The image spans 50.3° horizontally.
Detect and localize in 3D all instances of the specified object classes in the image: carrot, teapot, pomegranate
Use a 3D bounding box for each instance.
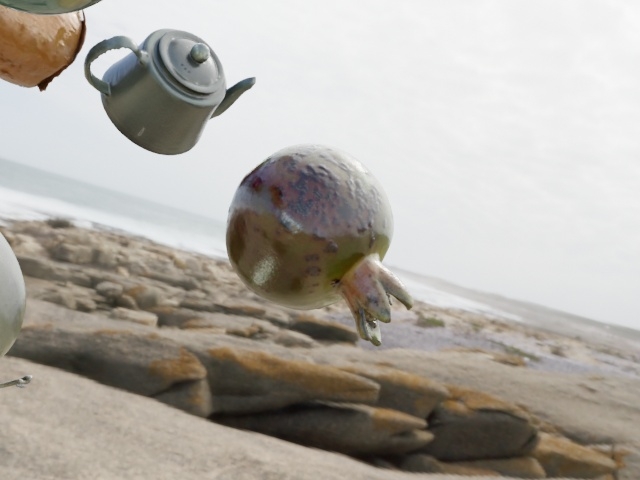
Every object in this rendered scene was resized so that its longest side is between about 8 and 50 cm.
[{"bbox_3d":[-0.403,-0.279,0.789,0.196,0.196,0.254,16,-9,33],"label":"carrot"},{"bbox_3d":[-0.206,-0.223,0.941,0.239,0.162,0.149,7,-28,-42],"label":"teapot"},{"bbox_3d":[-0.006,0.011,0.768,0.198,0.246,0.198,-13,-16,-4],"label":"pomegranate"}]

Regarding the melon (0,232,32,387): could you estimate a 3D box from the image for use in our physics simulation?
[{"bbox_3d":[-0.582,0.074,1.022,0.272,0.307,0.272,0,-4,0],"label":"melon"}]

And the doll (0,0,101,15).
[{"bbox_3d":[-0.200,-0.280,0.498,0.161,0.177,0.260,33,20,-39],"label":"doll"}]
